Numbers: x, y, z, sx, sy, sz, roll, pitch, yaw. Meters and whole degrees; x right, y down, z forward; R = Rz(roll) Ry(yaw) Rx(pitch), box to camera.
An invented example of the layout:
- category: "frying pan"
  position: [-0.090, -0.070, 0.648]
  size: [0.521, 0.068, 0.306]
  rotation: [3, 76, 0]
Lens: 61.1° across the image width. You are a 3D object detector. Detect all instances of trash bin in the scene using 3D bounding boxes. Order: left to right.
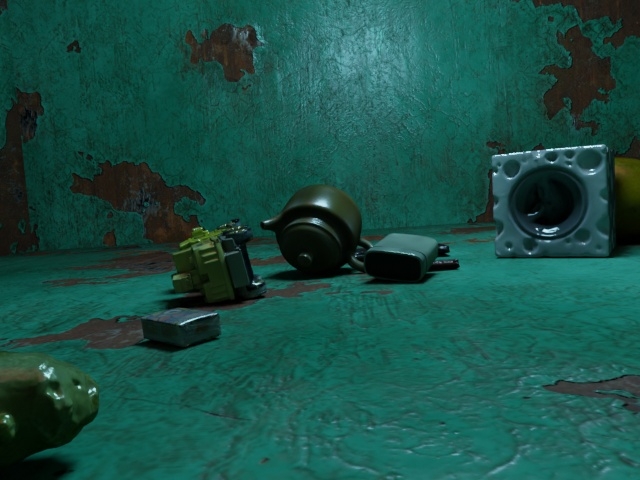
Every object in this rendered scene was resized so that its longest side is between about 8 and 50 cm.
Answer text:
- category: "trash bin"
  position: [0.159, 0.030, 1.056]
  size: [0.116, 0.059, 0.130]
  rotation: [7, 18, 24]

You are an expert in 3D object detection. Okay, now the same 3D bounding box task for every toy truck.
- category: "toy truck"
  position: [-0.201, 0.043, 1.014]
  size: [0.157, 0.124, 0.272]
  rotation: [-15, 10, -13]

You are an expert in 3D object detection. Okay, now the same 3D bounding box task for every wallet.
- category: "wallet"
  position: [0.192, 0.031, 1.435]
  size: [0.286, 0.030, 0.146]
  rotation: [-5, 0, 1]

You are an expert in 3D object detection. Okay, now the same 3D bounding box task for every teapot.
- category: "teapot"
  position: [0.000, 0.000, 1.188]
  size: [0.268, 0.185, 0.175]
  rotation: [23, 41, 1]

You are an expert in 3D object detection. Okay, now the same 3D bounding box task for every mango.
- category: "mango"
  position: [0.835, -0.103, 1.440]
  size: [0.378, 0.221, 0.264]
  rotation: [7, -5, 11]

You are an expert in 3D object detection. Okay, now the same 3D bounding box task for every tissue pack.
- category: "tissue pack"
  position: [-0.171, 0.105, 0.668]
  size: [0.083, 0.035, 0.063]
  rotation: [-1, 5, 40]

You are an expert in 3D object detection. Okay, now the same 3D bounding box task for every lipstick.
- category: "lipstick"
  position: [0.203, 0.054, 1.124]
  size: [0.177, 0.027, 0.027]
  rotation: [-3, 4, -6]

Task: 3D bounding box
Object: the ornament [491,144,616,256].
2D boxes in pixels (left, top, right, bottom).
- category: "ornament"
  position: [0.561, -0.090, 1.293]
  size: [0.239, 0.239, 0.240]
  rotation: [-1, 4, 33]

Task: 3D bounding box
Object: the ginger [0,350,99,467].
- category: "ginger"
  position: [-0.261, 0.117, 0.271]
  size: [0.137, 0.089, 0.290]
  rotation: [-23, -11, 31]
